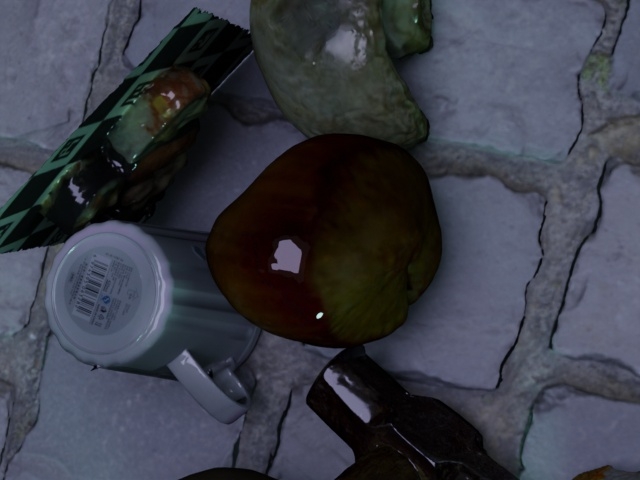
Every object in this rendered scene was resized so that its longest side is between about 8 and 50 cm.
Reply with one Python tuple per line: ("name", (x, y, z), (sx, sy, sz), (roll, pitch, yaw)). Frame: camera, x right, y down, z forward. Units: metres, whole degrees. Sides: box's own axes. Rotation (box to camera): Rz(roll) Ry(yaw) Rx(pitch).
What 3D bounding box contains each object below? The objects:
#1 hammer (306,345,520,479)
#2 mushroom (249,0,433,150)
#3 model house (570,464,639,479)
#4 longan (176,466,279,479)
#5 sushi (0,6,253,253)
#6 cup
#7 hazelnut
("hammer", (0.007, 0.257, 1.436), (0.242, 0.409, 0.095), (40, 127, 18))
("mushroom", (0.010, -0.221, 1.621), (0.189, 0.164, 0.267), (-2, 81, 20))
("model house", (0.270, 0.272, 1.494), (0.100, 0.088, 0.101), (4, 116, 45))
("longan", (-0.098, 0.346, 1.533), (0.258, 0.258, 0.258), (-3, 81, 21))
("sushi", (-0.182, -0.079, 1.608), (0.339, 0.320, 0.069), (-45, 85, 8))
("cup", (-0.152, 0.072, 1.619), (0.221, 0.202, 0.167), (24, 94, 24))
("hazelnut", (0.000, 0.000, 1.540), (0.217, 0.251, 0.217), (15, 118, 31))
